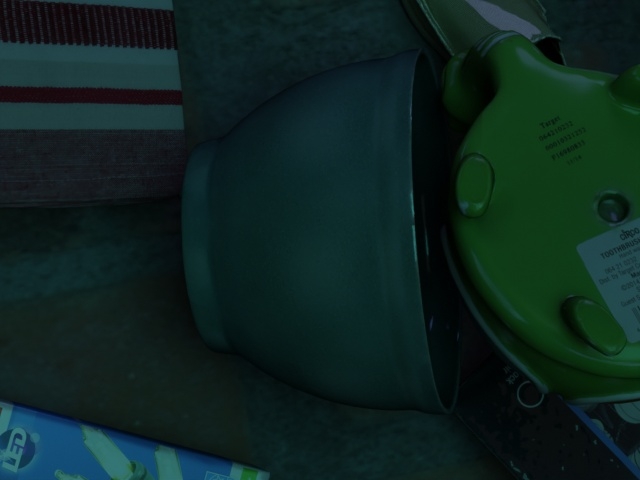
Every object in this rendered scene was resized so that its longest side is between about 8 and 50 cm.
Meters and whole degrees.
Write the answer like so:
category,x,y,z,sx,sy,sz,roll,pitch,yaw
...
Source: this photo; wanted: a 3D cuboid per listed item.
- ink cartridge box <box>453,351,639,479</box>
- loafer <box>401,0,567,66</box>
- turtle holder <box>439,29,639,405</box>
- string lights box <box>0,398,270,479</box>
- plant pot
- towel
category,x,y,z,sx,sy,sz,roll,pitch,yaw
ink cartridge box,0.278,0.200,1.553,0.165,0.065,0.332,-45,83,4
loafer,0.161,-0.176,1.589,0.102,0.092,0.268,-36,97,-15
turtle holder,0.190,-0.009,1.431,0.320,0.227,0.243,33,69,12
string lights box,-0.187,0.217,1.478,0.260,0.077,0.133,16,84,-15
plant pot,0.000,0.000,1.459,0.196,0.293,0.293,-5,89,11
towel,-0.214,-0.190,1.455,0.237,0.037,0.329,-3,87,-47
